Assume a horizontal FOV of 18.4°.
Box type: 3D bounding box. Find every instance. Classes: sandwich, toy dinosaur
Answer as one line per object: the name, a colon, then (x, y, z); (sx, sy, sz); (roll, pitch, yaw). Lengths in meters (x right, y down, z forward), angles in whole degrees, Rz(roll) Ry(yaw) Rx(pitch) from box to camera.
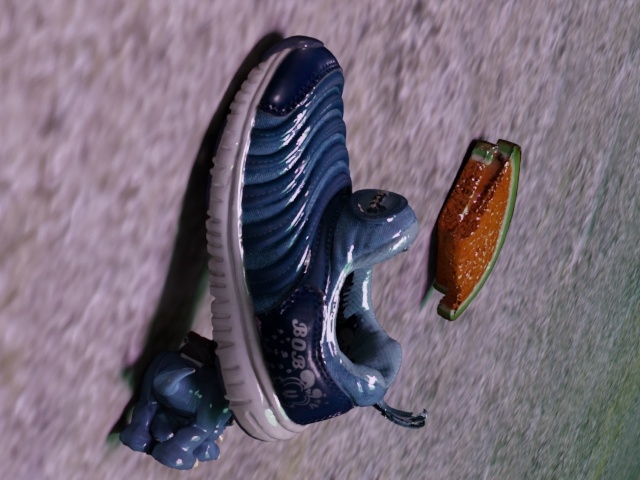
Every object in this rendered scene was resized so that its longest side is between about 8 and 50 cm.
sandwich: (0.082, -0.011, 1.069); (0.069, 0.026, 0.101); (-49, 155, -36)
toy dinosaur: (-0.046, 0.055, 0.715); (0.047, 0.030, 0.083); (-68, 166, 5)

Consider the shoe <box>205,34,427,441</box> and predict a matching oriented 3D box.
shoe: (0.000, 0.000, 0.689); (0.064, 0.071, 0.143); (-27, 115, -73)
